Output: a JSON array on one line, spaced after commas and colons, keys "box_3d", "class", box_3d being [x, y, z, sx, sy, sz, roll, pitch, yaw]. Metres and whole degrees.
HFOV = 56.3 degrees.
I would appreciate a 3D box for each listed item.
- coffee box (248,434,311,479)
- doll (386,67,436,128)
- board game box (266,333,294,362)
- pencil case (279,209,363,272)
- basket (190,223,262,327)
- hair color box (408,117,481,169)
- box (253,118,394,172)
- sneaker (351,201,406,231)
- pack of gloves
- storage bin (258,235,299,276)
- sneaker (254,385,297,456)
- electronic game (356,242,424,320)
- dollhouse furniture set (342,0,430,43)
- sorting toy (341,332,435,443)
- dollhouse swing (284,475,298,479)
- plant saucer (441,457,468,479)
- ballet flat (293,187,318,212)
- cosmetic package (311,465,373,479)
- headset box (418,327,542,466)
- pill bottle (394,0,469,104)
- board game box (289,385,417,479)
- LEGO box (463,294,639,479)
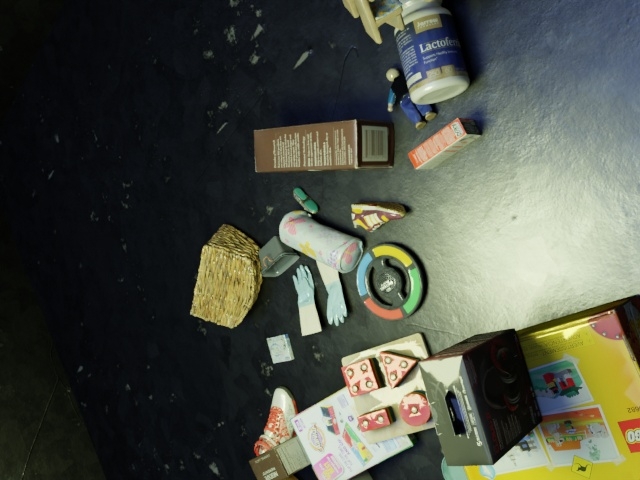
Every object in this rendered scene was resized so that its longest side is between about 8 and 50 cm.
[{"box_3d": [-0.085, 0.686, 1.920, 0.141, 0.247, 0.098, -40, 71, 36], "class": "coffee box"}, {"box_3d": [0.235, -0.396, 1.642, 0.129, 0.046, 0.188, -40, 71, 34], "class": "doll"}, {"box_3d": [-0.138, 0.374, 2.068, 0.090, 0.020, 0.089, -19, 84, 39], "class": "board game box"}, {"box_3d": [0.000, 0.000, 1.845, 0.273, 0.124, 0.113, 28, 140, 35], "class": "pencil case"}, {"box_3d": [-0.307, 0.126, 2.116, 0.214, 0.223, 0.298, 16, 113, 3], "class": "basket"}, {"box_3d": [0.323, -0.250, 1.560, 0.167, 0.093, 0.053, -33, 76, 37], "class": "hair color box"}, {"box_3d": [0.004, -0.270, 1.754, 0.382, 0.191, 0.143, 5, 99, 39], "class": "box"}, {"box_3d": [0.171, -0.065, 1.733, 0.186, 0.070, 0.083, 11, 112, 44], "class": "sneaker"}, {"box_3d": [0.005, 0.173, 1.921, 0.195, 0.046, 0.231, -22, 72, 38], "class": "pack of gloves"}, {"box_3d": [-0.153, 0.049, 1.995, 0.135, 0.098, 0.091, -43, 59, 35], "class": "storage bin"}, {"box_3d": [-0.155, 0.645, 2.037, 0.090, 0.145, 0.269, 1, 96, 39], "class": "sneaker"}, {"box_3d": [0.199, 0.121, 1.741, 0.229, 0.048, 0.229, 6, 100, 38], "class": "electronic game"}, {"box_3d": [0.176, -0.742, 1.414, 0.362, 0.256, 0.394, -31, 51, 3], "class": "dollhouse furniture set"}, {"box_3d": [0.201, 0.423, 1.691, 0.256, 0.089, 0.256, -23, 76, 20], "class": "sorting toy"}, {"box_3d": [-0.193, 1.015, 2.000, 0.315, 0.347, 0.304, 35, 126, 30], "class": "dollhouse swing"}, {"box_3d": [0.396, 0.644, 1.668, 0.119, 0.021, 0.119, 7, 101, 39], "class": "plant saucer"}, {"box_3d": [-0.047, -0.121, 1.920, 0.114, 0.041, 0.041, 49, 123, 24], "class": "ballet flat"}, {"box_3d": [0.092, 0.776, 1.885, 0.127, 0.107, 0.237, -43, 67, 34], "class": "cosmetic package"}, {"box_3d": [0.333, 0.324, 1.251, 0.110, 0.293, 0.217, -20, 82, 40], "class": "headset box"}, {"box_3d": [0.275, -0.496, 1.526, 0.153, 0.153, 0.264, -17, 85, 39], "class": "pill bottle"}, {"box_3d": [0.094, 0.571, 1.805, 0.317, 0.064, 0.242, -33, 73, 15], "class": "board game box"}, {"box_3d": [0.548, 0.388, 1.398, 0.500, 0.193, 0.372, -27, 79, 39], "class": "LEGO box"}]
